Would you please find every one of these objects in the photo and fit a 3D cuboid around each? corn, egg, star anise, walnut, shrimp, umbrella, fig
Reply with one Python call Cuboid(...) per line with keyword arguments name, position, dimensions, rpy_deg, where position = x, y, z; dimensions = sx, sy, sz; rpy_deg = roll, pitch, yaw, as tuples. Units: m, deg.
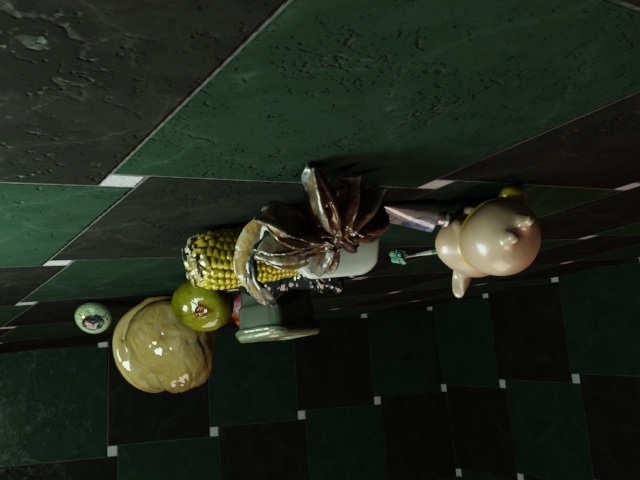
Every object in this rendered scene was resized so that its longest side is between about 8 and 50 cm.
Cuboid(name="corn", position=(-0.086, 0.022, 1.180), dimensions=(0.305, 0.106, 0.106), rpy_deg=(-8, 170, -22))
Cuboid(name="egg", position=(-0.607, 0.204, 1.786), dimensions=(0.085, 0.085, 0.110), rpy_deg=(-11, 160, 11))
Cuboid(name="star anise", position=(0.009, -0.023, 0.952), dimensions=(0.236, 0.093, 0.229), rpy_deg=(-13, 146, -30))
Cuboid(name="walnut", position=(-0.439, 0.290, 1.882), dimensions=(0.285, 0.285, 0.296), rpy_deg=(-3, 176, -26))
Cuboid(name="shrimp", position=(-0.042, 0.048, 1.118), dimensions=(0.219, 0.152, 0.046), rpy_deg=(24, 177, -22))
Cuboid(name="umbrella", position=(-0.080, 0.086, 1.508), dimensions=(0.272, 0.110, 0.122), rpy_deg=(-10, 178, 3))
Cuboid(name="fig", position=(-0.273, 0.140, 1.629), dimensions=(0.142, 0.148, 0.186), rpy_deg=(-27, -158, 20))

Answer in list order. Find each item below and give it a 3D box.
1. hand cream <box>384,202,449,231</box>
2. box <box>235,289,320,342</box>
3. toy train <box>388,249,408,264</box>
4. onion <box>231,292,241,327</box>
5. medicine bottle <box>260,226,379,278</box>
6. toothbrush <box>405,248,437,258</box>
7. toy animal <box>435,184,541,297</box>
Cuboid(name="hand cream", position=(0.159, -0.044, 1.193), dimensions=(0.142, 0.053, 0.084), rpy_deg=(4, 168, -10))
Cuboid(name="box", position=(-0.114, 0.160, 1.688), dimensions=(0.138, 0.178, 0.274), rpy_deg=(-13, 169, 19))
Cuboid(name="toy train", position=(0.200, 0.041, 1.722), dimensions=(0.045, 0.029, 0.092), rpy_deg=(5, 169, 16))
Cuboid(name="onion", position=(-0.192, 0.205, 1.940), dimensions=(0.194, 0.160, 0.159), rpy_deg=(-13, 169, 20))
Cuboid(name="medicine bottle", position=(0.000, 0.000, 1.071), dimensions=(0.183, 0.119, 0.069), rpy_deg=(-5, -167, -23))
Cuboid(name="toothbrush", position=(0.312, 0.027, 1.758), dimensions=(0.257, 0.018, 0.024), rpy_deg=(-11, 172, 14))
Cuboid(name="toy animal", position=(0.301, -0.006, 1.192), dimensions=(0.165, 0.149, 0.248), rpy_deg=(-32, 175, -11))
